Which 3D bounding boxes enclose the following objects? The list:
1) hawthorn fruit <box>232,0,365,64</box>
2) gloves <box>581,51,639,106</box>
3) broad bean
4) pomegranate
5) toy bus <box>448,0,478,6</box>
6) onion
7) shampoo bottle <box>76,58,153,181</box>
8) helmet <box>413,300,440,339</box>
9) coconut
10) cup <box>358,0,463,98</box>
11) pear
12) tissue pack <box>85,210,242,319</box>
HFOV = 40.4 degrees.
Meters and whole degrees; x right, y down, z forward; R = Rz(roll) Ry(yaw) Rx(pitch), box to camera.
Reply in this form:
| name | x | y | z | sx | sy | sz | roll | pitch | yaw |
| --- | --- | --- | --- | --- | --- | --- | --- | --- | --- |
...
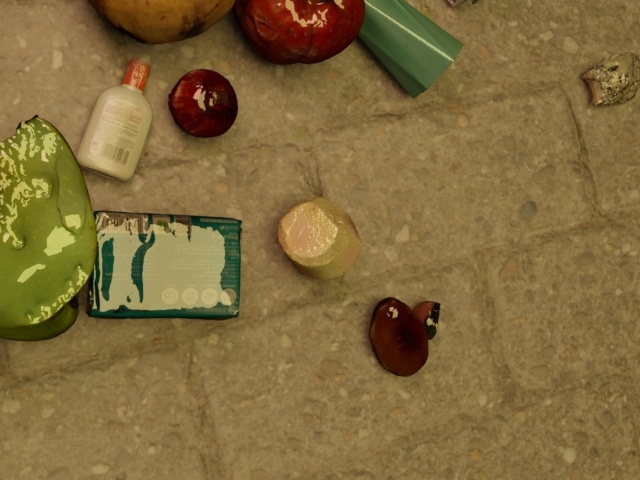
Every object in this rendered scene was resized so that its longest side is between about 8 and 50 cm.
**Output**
| name | x | y | z | sx | sy | sz | roll | pitch | yaw |
| --- | --- | --- | --- | --- | --- | --- | --- | --- | --- |
| hawthorn fruit | -0.044 | -0.443 | 1.618 | 0.258 | 0.262 | 0.258 | 3 | 114 | 7 |
| gloves | 0.682 | -0.367 | 1.996 | 0.153 | 0.070 | 0.114 | -23 | 96 | -23 |
| broad bean | 0.157 | 0.197 | 1.754 | 0.114 | 0.084 | 0.165 | -27 | 101 | 14 |
| pomegranate | -0.272 | -0.502 | 1.505 | 0.322 | 0.322 | 0.322 | 1 | 87 | -22 |
| toy bus | 0.371 | -0.630 | 1.855 | 0.113 | 0.139 | 0.301 | 48 | 64 | -13 |
| onion | -0.216 | -0.253 | 1.606 | 0.131 | 0.131 | 0.131 | 1 | 87 | -22 |
| shampoo bottle | -0.362 | -0.223 | 1.585 | 0.108 | 0.051 | 0.221 | 20 | 80 | -19 |
| helmet | 0.214 | 0.161 | 1.798 | 0.065 | 0.049 | 0.084 | -27 | 128 | -54 |
| coconut | 0.000 | 0.000 | 1.672 | 0.147 | 0.152 | 0.147 | -5 | 71 | 15 |
| cup | 0.153 | -0.416 | 1.764 | 0.236 | 0.134 | 0.148 | 39 | 101 | -7 |
| pear | -0.500 | 0.015 | 1.410 | 0.342 | 0.238 | 0.318 | -36 | 96 | -11 |
| tissue pack | -0.281 | 0.047 | 1.560 | 0.271 | 0.134 | 0.192 | 4 | 87 | -21 |
